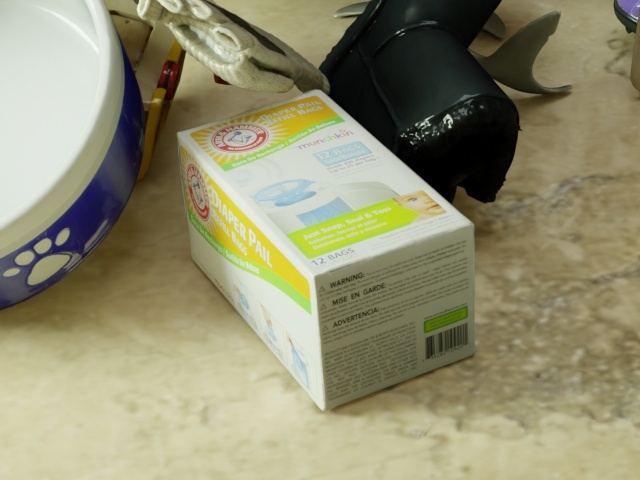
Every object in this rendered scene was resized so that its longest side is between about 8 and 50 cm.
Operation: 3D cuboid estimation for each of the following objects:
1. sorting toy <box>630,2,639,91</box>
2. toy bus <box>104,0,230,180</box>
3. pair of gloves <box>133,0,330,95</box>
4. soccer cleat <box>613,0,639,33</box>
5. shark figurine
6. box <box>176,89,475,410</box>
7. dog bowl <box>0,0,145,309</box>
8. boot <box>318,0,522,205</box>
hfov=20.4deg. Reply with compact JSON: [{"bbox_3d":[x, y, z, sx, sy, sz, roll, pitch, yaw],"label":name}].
[{"bbox_3d":[0.343,-0.186,1.307,0.208,0.193,0.038,12,21,22],"label":"sorting toy"},{"bbox_3d":[-0.152,-0.133,1.356,0.202,0.104,0.191,-18,51,-33],"label":"toy bus"},{"bbox_3d":[-0.110,-0.171,1.229,0.240,0.042,0.204,38,7,12],"label":"pair of gloves"},{"bbox_3d":[0.381,-0.187,1.361,0.318,0.116,0.108,15,37,27],"label":"soccer cleat"},{"bbox_3d":[0.097,-0.205,1.433,0.166,0.116,0.278,-8,32,-3],"label":"shark figurine"},{"bbox_3d":[0.000,0.000,1.145,0.114,0.103,0.203,-18,36,-20],"label":"box"},{"bbox_3d":[-0.255,-0.084,1.196,0.265,0.104,0.264,-3,65,7],"label":"dog bowl"},{"bbox_3d":[0.101,-0.134,1.248,0.094,0.246,0.207,28,19,-30],"label":"boot"}]
